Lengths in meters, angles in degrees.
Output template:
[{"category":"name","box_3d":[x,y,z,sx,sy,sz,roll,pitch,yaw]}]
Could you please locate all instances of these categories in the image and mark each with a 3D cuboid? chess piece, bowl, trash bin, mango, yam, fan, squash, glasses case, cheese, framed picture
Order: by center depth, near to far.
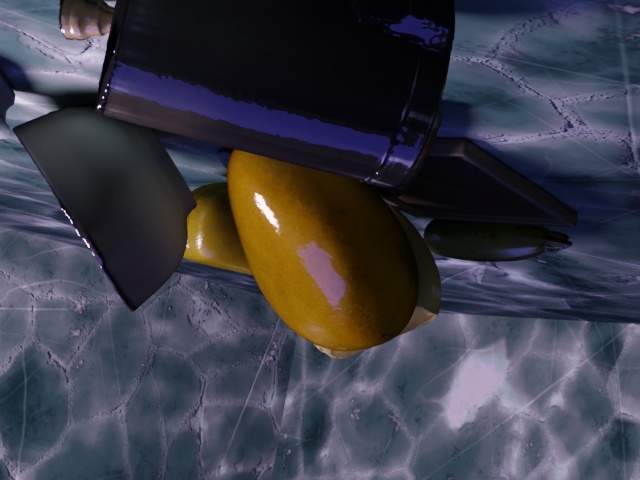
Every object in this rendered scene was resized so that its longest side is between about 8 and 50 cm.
[{"category":"trash bin","box_3d":[-0.047,-0.183,1.147,0.301,0.203,0.252,13,153,-12]},{"category":"chess piece","box_3d":[-0.208,-0.249,1.374,0.172,0.060,0.060,6,171,9]},{"category":"yam","box_3d":[0.122,-0.125,1.692,0.061,0.061,0.274,11,162,-4]},{"category":"mango","box_3d":[0.000,0.000,1.886,0.300,0.232,0.446,32,160,42]},{"category":"bowl","box_3d":[-0.321,-0.078,1.936,0.185,0.354,0.354,-33,175,-8]},{"category":"framed picture","box_3d":[0.193,-0.094,1.990,0.326,0.028,0.446,4,169,34]},{"category":"fan","box_3d":[-0.105,-0.059,2.148,0.057,0.023,0.282,9,142,40]},{"category":"cheese","box_3d":[0.073,0.050,2.180,0.259,0.316,0.128,-22,145,6]},{"category":"squash","box_3d":[0.315,-0.004,2.232,0.094,0.095,0.341,18,171,-42]},{"category":"glasses case","box_3d":[-0.105,-0.018,2.320,0.141,0.173,0.371,3,171,44]}]

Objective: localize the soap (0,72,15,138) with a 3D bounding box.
[{"category":"soap","box_3d":[-0.548,-0.224,1.797,0.145,0.091,0.230,7,171,-3]}]
